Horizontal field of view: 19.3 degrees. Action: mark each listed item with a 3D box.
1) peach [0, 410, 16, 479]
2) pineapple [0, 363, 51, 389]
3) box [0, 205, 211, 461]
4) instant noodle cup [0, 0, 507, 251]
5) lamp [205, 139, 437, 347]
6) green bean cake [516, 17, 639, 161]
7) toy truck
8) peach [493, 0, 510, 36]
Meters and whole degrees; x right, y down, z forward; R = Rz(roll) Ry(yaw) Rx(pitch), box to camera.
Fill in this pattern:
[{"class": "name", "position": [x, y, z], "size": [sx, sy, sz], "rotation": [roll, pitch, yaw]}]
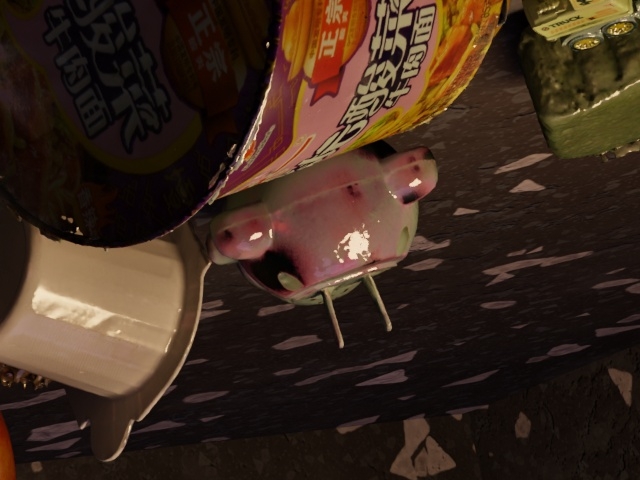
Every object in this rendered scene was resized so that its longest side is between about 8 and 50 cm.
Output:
[{"class": "peach", "position": [-0.606, 0.338, 2.638], "size": [0.388, 0.388, 0.388], "rotation": [-12, 166, -3]}, {"class": "pineapple", "position": [-0.363, 0.100, 2.279], "size": [0.193, 0.166, 0.166], "rotation": [-8, 172, 40]}, {"class": "box", "position": [-0.290, 0.078, 2.050], "size": [0.206, 0.291, 0.262], "rotation": [20, 167, -39]}, {"class": "instant noodle cup", "position": [-0.060, -0.176, 1.190], "size": [0.340, 0.340, 0.266], "rotation": [-25, 171, 42]}, {"class": "lamp", "position": [0.000, 0.000, 2.039], "size": [0.247, 0.247, 0.301], "rotation": [-16, 171, -8]}, {"class": "green bean cake", "position": [0.318, -0.174, 1.874], "size": [0.227, 0.125, 0.222], "rotation": [-16, 163, 8]}, {"class": "toy truck", "position": [0.257, -0.239, 1.646], "size": [0.191, 0.085, 0.116], "rotation": [-20, 160, 36]}, {"class": "peach", "position": [0.041, -0.184, 1.559], "size": [0.251, 0.153, 0.251], "rotation": [-26, 176, -2]}]
